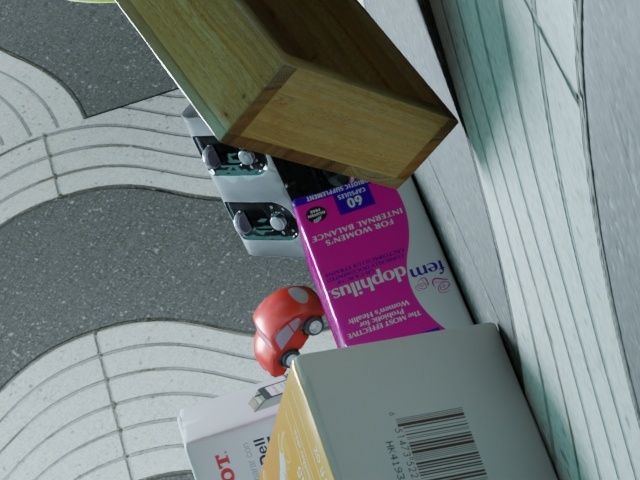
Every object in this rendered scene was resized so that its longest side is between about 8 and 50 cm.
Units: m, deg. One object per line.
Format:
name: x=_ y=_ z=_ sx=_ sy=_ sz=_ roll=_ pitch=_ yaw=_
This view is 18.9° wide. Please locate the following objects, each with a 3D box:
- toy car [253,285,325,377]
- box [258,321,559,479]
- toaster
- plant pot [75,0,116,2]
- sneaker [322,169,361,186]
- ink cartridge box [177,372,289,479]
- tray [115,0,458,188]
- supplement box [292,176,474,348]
toy car: x=0.000 y=0.000 z=1.955 sx=0.053 sy=0.239 sz=0.225 roll=22 pitch=-129 yaw=-37
box: x=0.058 y=0.253 z=1.515 sx=0.345 sy=0.168 sz=0.215 roll=105 pitch=151 yaw=-53
toaster: x=-0.030 y=-0.098 z=1.854 sx=0.186 sy=0.110 sz=0.168 roll=-51 pitch=-53 yaw=-40
plant pot: x=-0.254 y=-0.530 z=2.249 sx=0.353 sy=0.366 sz=0.366 roll=93 pitch=162 yaw=-48
sneaker: x=0.021 y=-0.114 z=1.748 sx=0.072 sy=0.077 sz=0.178 roll=-113 pitch=6 yaw=-54
ink cartridge box: x=0.025 y=0.220 z=1.795 sx=0.115 sy=0.273 sz=0.198 roll=-119 pitch=11 yaw=-76
tray: x=-0.093 y=-0.212 z=1.330 sx=0.203 sy=0.076 sz=0.411 roll=12 pitch=-145 yaw=-54
supplement box: x=0.063 y=0.058 z=1.682 sx=0.114 sy=0.111 sz=0.220 roll=76 pitch=174 yaw=-51
